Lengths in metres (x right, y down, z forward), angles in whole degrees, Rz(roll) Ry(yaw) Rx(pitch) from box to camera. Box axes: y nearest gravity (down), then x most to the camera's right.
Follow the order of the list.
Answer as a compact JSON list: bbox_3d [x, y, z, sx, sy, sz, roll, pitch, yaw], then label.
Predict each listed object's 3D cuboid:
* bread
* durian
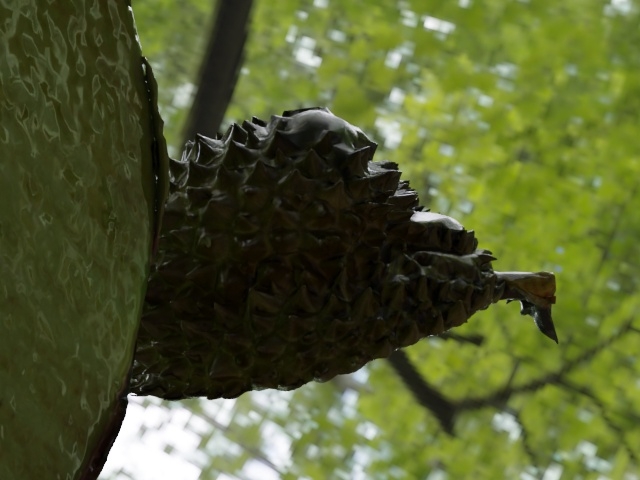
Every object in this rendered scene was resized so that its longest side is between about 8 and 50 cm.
[{"bbox_3d":[-0.140,-0.015,0.580,0.301,0.045,0.301,5,-90,-65],"label":"bread"},{"bbox_3d":[0.000,0.000,0.896,0.193,0.237,0.138,-39,-56,-82],"label":"durian"}]
